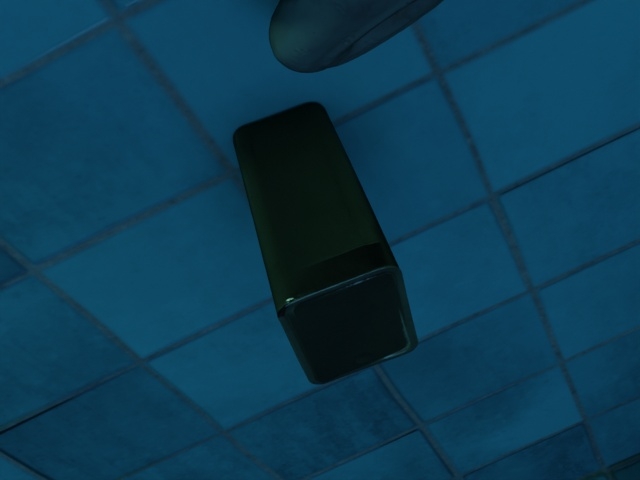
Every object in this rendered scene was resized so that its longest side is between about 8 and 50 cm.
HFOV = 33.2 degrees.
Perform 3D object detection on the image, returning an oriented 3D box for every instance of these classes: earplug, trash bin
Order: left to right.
[{"bbox_3d":[0.000,0.000,1.110,0.122,0.240,0.164,-20,142,0],"label":"trash bin"},{"bbox_3d":[0.012,-0.251,0.881,0.214,0.175,0.325,-33,151,17],"label":"earplug"}]
